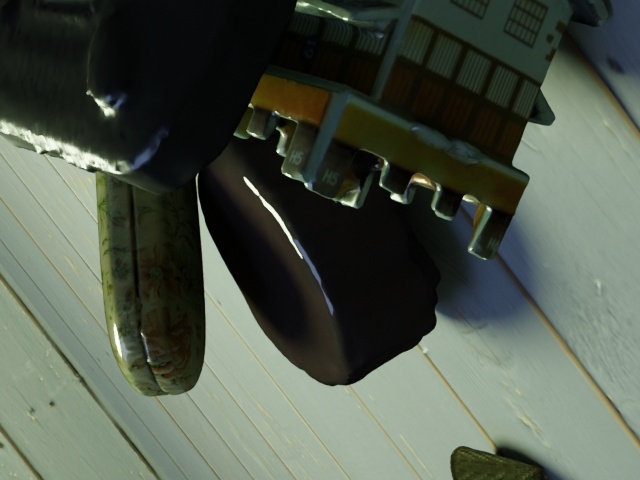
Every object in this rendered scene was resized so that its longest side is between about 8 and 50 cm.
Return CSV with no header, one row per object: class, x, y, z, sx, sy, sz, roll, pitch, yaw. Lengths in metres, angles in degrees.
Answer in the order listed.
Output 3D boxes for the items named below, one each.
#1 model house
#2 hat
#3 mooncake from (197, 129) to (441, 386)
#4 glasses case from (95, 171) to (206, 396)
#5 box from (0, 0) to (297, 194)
model house,0.042,-0.127,0.881,0.198,0.215,0.224,18,-177,-38
hat,0.210,0.260,1.391,0.146,0.067,0.146,40,-158,-19
mooncake,0.000,0.000,1.271,0.283,0.141,0.283,49,160,25
glasses case,-0.175,-0.051,1.333,0.156,0.098,0.425,70,-168,-67
box,-0.098,-0.212,0.857,0.091,0.359,0.350,27,174,-33
